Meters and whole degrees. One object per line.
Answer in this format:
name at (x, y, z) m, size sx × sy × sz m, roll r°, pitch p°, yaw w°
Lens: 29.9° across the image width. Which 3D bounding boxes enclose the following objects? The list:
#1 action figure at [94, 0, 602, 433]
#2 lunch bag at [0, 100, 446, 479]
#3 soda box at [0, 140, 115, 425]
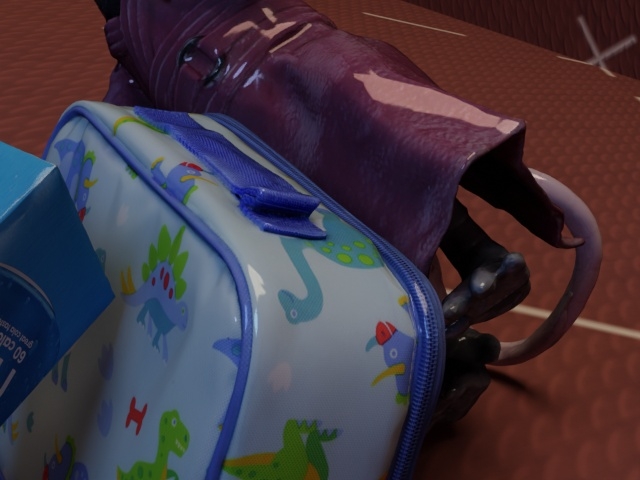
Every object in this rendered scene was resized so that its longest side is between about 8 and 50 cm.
action figure at (-0.021, -0.090, 0.632) m, size 0.370 × 0.248 × 0.276 m, roll 47°, pitch 35°, yaw 22°
lunch bag at (-0.049, 0.048, 0.438) m, size 0.090 × 0.176 × 0.219 m, roll 4°, pitch 19°, yaw -31°
soda box at (-0.156, 0.058, 0.333) m, size 0.071 × 0.067 × 0.210 m, roll 23°, pitch 59°, yaw 27°
